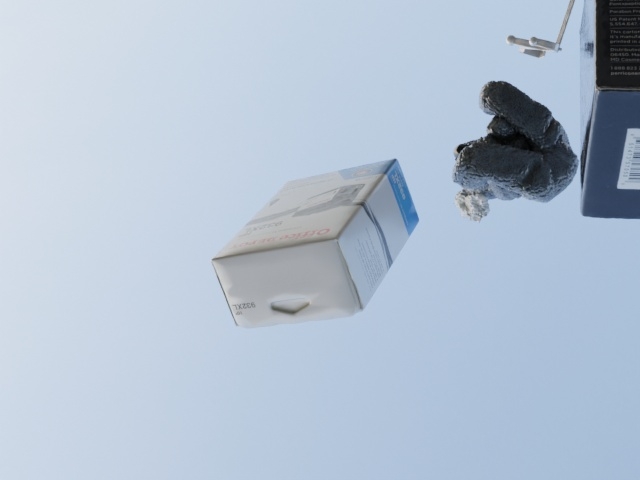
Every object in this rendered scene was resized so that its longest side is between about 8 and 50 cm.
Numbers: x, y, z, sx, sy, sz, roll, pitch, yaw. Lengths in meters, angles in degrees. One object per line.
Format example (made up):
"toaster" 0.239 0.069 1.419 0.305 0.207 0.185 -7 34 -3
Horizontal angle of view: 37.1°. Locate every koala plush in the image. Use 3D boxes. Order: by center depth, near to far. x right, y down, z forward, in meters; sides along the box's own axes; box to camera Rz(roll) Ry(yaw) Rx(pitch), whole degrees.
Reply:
"koala plush" 0.308 -0.129 1.643 0.203 0.221 0.196 25 -110 -10

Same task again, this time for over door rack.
"over door rack" 0.468 -0.507 1.980 0.108 0.324 0.239 19 -80 3

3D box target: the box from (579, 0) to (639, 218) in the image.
"box" 0.496 -0.270 1.399 0.212 0.293 0.395 2 -122 12

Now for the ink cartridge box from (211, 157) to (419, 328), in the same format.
"ink cartridge box" 0.000 0.000 1.522 0.223 0.129 0.307 -9 -158 27
